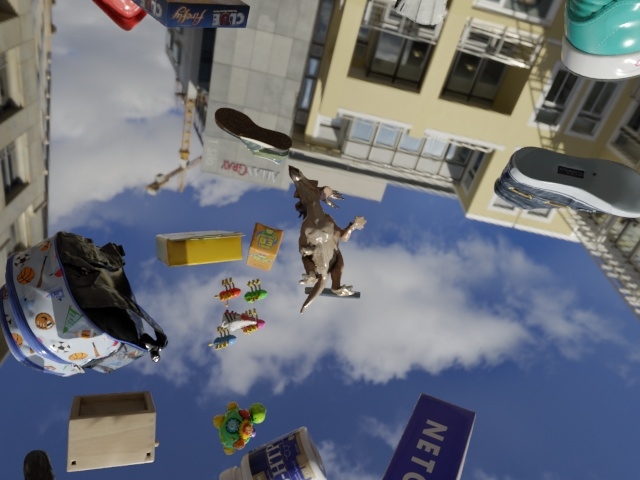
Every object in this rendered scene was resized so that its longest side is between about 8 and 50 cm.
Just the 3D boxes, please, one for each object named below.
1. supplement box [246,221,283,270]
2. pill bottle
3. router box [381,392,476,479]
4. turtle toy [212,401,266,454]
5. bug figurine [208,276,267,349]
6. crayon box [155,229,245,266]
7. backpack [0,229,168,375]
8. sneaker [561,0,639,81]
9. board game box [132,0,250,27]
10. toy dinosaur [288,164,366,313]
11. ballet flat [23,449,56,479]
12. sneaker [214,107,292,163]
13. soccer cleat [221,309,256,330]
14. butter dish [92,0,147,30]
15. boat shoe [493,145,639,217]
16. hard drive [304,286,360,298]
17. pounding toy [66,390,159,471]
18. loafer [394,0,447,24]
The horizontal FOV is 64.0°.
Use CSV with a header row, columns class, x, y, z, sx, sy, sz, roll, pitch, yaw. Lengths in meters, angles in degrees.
class,x,y,z,sx,sy,sz,roll,pitch,yaw
supplement box,-0.157,0.021,1.411,0.078,0.233,0.080,17,-108,-5
pill bottle,-0.093,0.452,0.994,0.187,0.112,0.112,-25,-138,-4
router box,0.101,0.420,0.652,0.082,0.300,0.335,15,-153,22
turtle toy,-0.175,0.409,1.140,0.066,0.095,0.130,-10,-165,35
bug figurine,-0.288,0.258,1.803,0.217,0.072,0.278,-16,-129,20
crayon box,-0.348,0.019,1.455,0.203,0.081,0.319,-5,-176,-23
backpack,-0.445,0.111,0.926,0.213,0.263,0.276,-30,-111,-11
sneaker,0.322,-0.270,0.392,0.296,0.178,0.123,-30,-132,-2
board game box,-0.265,-0.448,0.912,0.165,0.042,0.243,-21,-127,-41
toy dinosaur,0.000,0.000,1.078,0.127,0.295,0.200,-3,-155,-13
ballet flat,-0.443,0.420,0.829,0.058,0.049,0.173,-25,-126,-8
sneaker,-0.163,-0.237,1.210,0.192,0.086,0.064,24,-117,0
soccer cleat,-0.148,0.147,0.923,0.083,0.035,0.029,5,162,39
butter dish,-0.434,-0.577,1.134,0.160,0.160,0.118,43,177,-32
boat shoe,0.321,-0.066,0.658,0.184,0.083,0.065,18,-108,4
hard drive,0.034,0.152,1.479,0.135,0.022,0.094,9,171,-26
pounding toy,-0.298,0.285,0.757,0.130,0.100,0.141,3,179,-23
loafer,0.176,-0.497,0.888,0.112,0.319,0.111,10,-106,10
